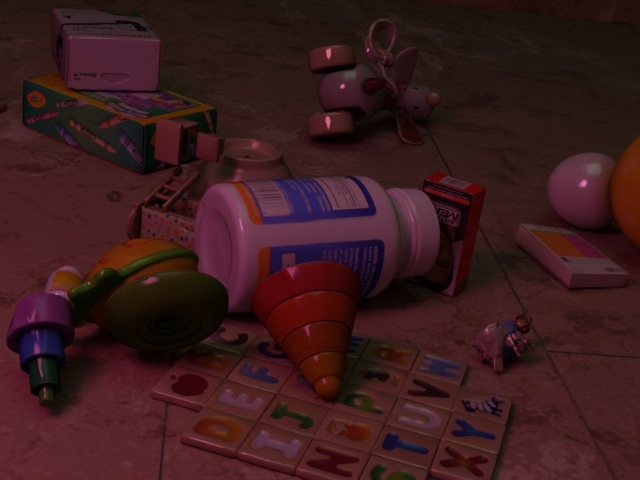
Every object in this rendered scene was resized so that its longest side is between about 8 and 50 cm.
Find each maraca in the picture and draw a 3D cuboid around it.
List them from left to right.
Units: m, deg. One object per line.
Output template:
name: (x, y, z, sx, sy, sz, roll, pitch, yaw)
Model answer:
maraca: (-0.205, 0.052, 1.155, 0.185, 0.127, 0.099, -14, 62, -53)

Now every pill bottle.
pill bottle: (-0.285, 0.059, 1.205, 0.043, 0.043, 0.083, 5, 24, -7)
pill bottle: (0.000, 0.000, 1.298, 0.272, 0.152, 0.152, -4, 26, -28)

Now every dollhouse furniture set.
dollhouse furniture set: (-0.139, -0.055, 1.367, 0.182, 0.161, 0.101, 17, 25, 22)

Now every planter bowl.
planter bowl: (-0.105, -0.078, 1.499, 0.162, 0.109, 0.162, 6, 24, -3)

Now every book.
book: (0.349, 0.022, 1.512, 0.096, 0.035, 0.144, 1, 24, -23)

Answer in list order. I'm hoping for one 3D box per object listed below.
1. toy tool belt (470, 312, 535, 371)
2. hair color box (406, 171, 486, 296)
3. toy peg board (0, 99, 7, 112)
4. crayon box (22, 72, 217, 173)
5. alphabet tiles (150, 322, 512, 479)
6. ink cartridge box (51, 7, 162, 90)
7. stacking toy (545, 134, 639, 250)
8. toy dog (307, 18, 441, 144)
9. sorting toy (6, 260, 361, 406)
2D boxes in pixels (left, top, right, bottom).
toy tool belt: (0.215, 0.119, 1.234, 0.083, 0.052, 0.051, -14, 62, -35)
hair color box: (0.158, -0.008, 1.379, 0.072, 0.141, 0.043, 20, 26, 26)
toy peg board: (-0.619, -0.245, 1.761, 0.161, 0.079, 0.160, 13, 23, 12)
crayon box: (-0.323, -0.199, 1.742, 0.278, 0.081, 0.165, 23, 27, 31)
alphabet tiles: (0.017, 0.160, 1.110, 0.342, 0.011, 0.285, 13, 24, 13)
ink cartridge box: (-0.355, -0.316, 1.791, 0.153, 0.087, 0.208, -2, 25, -21)
stacking toy: (0.537, -0.073, 1.532, 0.480, 0.351, 0.350, 8, 17, 44)
toy dog: (0.117, -0.267, 1.925, 0.161, 0.220, 0.333, -2, 22, 42)
sorting toy: (-0.121, 0.111, 1.080, 0.365, 0.127, 0.126, -3, 55, -18)
